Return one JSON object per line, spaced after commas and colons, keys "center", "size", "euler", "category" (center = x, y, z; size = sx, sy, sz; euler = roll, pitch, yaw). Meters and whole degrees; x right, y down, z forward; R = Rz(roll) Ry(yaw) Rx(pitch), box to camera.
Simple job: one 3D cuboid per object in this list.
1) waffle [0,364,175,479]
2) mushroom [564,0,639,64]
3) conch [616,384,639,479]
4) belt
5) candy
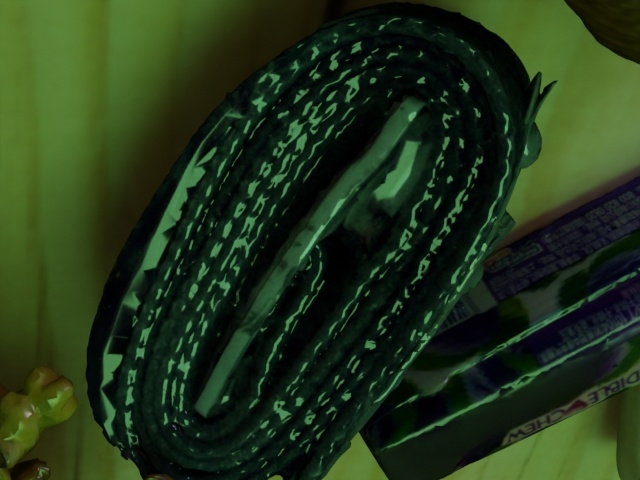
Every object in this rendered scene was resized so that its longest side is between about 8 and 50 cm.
{"center": [-0.155, 0.119, 0.464], "size": [0.231, 0.051, 0.229], "euler": [17, 134, 13], "category": "waffle"}
{"center": [0.191, -0.158, 0.285], "size": [0.345, 0.260, 0.345], "euler": [-9, 148, -5], "category": "mushroom"}
{"center": [0.217, 0.087, 0.650], "size": [0.104, 0.094, 0.176], "euler": [-13, 104, 6], "category": "conch"}
{"center": [0.000, 0.000, 0.461], "size": [0.122, 0.128, 0.218], "euler": [35, 111, 2], "category": "belt"}
{"center": [0.153, 0.020, 0.549], "size": [0.312, 0.088, 0.061], "euler": [-27, 130, 1], "category": "candy"}
